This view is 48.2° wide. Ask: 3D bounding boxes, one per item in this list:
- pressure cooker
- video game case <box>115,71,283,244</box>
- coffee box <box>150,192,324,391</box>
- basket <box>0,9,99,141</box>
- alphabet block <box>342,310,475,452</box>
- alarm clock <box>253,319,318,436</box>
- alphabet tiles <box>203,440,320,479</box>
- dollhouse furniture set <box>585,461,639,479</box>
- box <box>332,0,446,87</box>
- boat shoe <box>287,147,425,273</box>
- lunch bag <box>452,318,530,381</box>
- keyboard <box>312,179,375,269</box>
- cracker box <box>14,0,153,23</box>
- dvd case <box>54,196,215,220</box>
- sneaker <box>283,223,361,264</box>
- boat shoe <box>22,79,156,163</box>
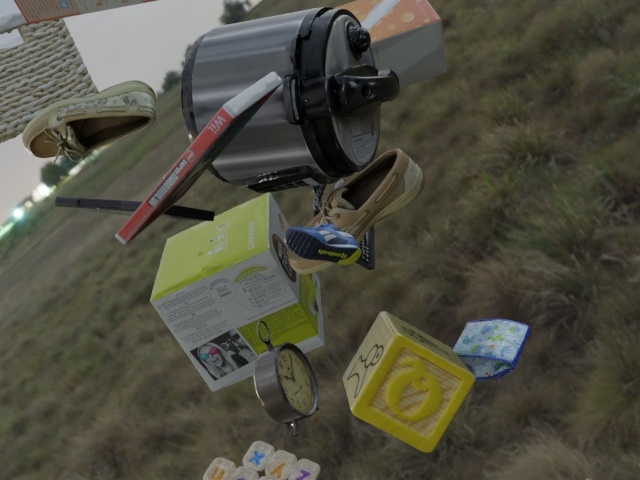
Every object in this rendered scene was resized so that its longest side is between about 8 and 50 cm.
[{"bbox_3d":[-0.044,-0.308,1.549,0.420,0.376,0.370,-3,56,23],"label":"pressure cooker"},{"bbox_3d":[-0.180,-0.125,1.077,0.285,0.025,0.204,-43,7,29],"label":"video game case"},{"bbox_3d":[-0.213,0.130,1.945,0.338,0.335,0.338,-23,28,9],"label":"coffee box"},{"bbox_3d":[-0.803,-0.428,1.895,0.328,0.267,0.331,-31,16,-22],"label":"basket"},{"bbox_3d":[0.176,0.287,1.490,0.193,0.193,0.197,-62,7,7],"label":"alphabet block"},{"bbox_3d":[-0.068,0.224,1.206,0.064,0.192,0.129,-20,3,22],"label":"alarm clock"},{"bbox_3d":[-0.131,0.554,1.482,0.284,0.021,0.278,15,45,21],"label":"alphabet tiles"},{"bbox_3d":[0.365,0.452,1.106,0.173,0.303,0.356,8,80,49],"label":"dollhouse furniture set"},{"bbox_3d":[0.129,-0.509,1.887,0.345,0.168,0.215,-19,47,-1],"label":"box"},{"bbox_3d":[0.051,-0.065,1.473,0.341,0.110,0.122,-40,47,12],"label":"boat shoe"},{"bbox_3d":[0.384,0.243,1.599,0.151,0.096,0.129,-17,25,43],"label":"lunch bag"},{"bbox_3d":[0.057,-0.064,1.805,0.033,0.201,0.317,-52,19,29],"label":"keyboard"},{"bbox_3d":[-0.308,-0.399,1.007,0.232,0.067,0.156,-10,59,2],"label":"cracker box"},{"bbox_3d":[-0.357,-0.061,1.380,0.252,0.022,0.180,5,-2,31],"label":"dvd case"},{"bbox_3d":[0.000,0.000,1.245,0.053,0.144,0.059,-54,33,35],"label":"sneaker"},{"bbox_3d":[-0.458,-0.225,1.409,0.285,0.105,0.089,-22,53,9],"label":"boat shoe"}]
